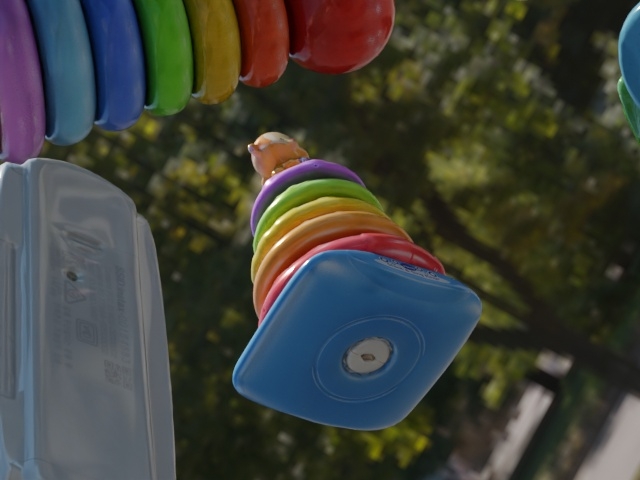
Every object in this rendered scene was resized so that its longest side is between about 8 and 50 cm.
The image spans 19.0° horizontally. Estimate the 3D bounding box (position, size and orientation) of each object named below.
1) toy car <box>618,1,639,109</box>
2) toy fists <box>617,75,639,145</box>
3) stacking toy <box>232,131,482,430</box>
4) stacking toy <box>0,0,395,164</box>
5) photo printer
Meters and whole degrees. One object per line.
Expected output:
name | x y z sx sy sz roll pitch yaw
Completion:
toy car | 0.148 -0.193 0.872 0.219 0.238 0.210 -39 -40 -39
toy fists | 0.387 -0.108 1.599 0.142 0.279 0.096 55 -129 -48
stacking toy | 0.000 0.000 1.618 0.166 0.175 0.302 -56 34 27
stacking toy | -0.107 -0.137 1.325 0.141 0.330 0.141 170 90 -74
photo printer | -0.195 0.143 1.013 0.307 0.107 0.256 -51 30 29
